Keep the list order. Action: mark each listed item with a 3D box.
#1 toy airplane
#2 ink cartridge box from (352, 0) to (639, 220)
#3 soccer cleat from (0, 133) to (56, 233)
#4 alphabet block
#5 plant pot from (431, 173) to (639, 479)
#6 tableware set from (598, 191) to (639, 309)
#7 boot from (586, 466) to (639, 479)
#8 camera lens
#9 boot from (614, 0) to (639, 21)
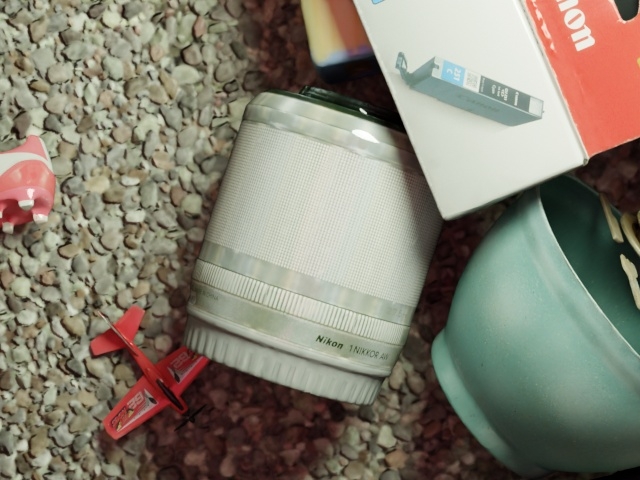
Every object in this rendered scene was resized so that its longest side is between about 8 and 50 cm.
[{"bbox_3d":[-0.180,0.132,1.798,0.151,0.028,0.151,0,88,3],"label":"toy airplane"},{"bbox_3d":[0.176,-0.202,1.551,0.261,0.066,0.296,-23,89,14],"label":"ink cartridge box"},{"bbox_3d":[-0.392,-0.043,1.800,0.248,0.083,0.095,-12,59,9],"label":"soccer cleat"},{"bbox_3d":[0.070,-0.274,1.707,0.193,0.192,0.197,-12,90,2],"label":"alphabet block"},{"bbox_3d":[0.232,0.105,1.662,0.196,0.293,0.293,-40,87,23],"label":"plant pot"},{"bbox_3d":[0.337,0.032,1.663,0.039,0.194,0.128,-40,119,22],"label":"tableware set"},{"bbox_3d":[0.218,0.304,1.724,0.207,0.246,0.094,-3,60,-27],"label":"boot"},{"bbox_3d":[0.000,0.000,1.692,0.219,0.219,0.274,18,91,4],"label":"camera lens"},{"bbox_3d":[0.321,-0.274,1.595,0.178,0.085,0.236,33,97,3],"label":"boot"}]
